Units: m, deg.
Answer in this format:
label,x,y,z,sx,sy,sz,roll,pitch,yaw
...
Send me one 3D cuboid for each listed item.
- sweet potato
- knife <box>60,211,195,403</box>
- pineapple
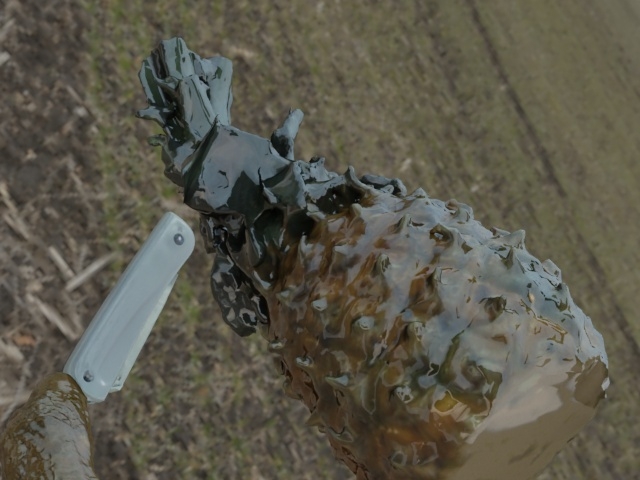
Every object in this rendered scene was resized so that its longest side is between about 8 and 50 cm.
label,x,y,z,sx,sy,sz,roll,pitch,yaw
sweet potato,-0.255,0.223,1.059,0.114,0.092,0.341,42,9,-39
knife,-0.223,0.081,1.323,0.073,0.040,0.266,40,55,-21
pineapple,0.000,0.000,0.580,0.310,0.141,0.170,44,2,33
